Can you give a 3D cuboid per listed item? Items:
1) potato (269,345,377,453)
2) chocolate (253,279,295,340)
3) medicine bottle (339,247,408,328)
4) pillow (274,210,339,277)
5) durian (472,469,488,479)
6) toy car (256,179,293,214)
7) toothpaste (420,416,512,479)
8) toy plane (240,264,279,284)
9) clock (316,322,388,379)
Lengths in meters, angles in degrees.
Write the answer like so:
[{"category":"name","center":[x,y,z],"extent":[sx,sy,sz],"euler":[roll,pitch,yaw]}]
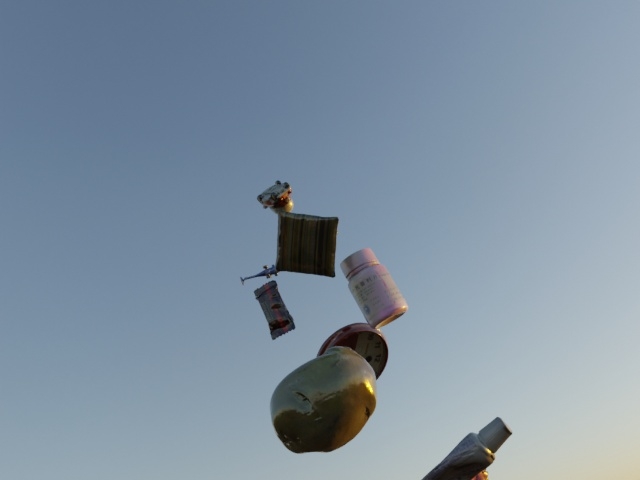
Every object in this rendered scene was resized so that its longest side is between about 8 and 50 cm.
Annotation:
[{"category":"potato","center":[0.016,0.455,1.517],"extent":[0.327,0.243,0.220],"euler":[-30,-37,-15]},{"category":"chocolate","center":[-0.140,0.204,1.607],"extent":[0.086,0.182,0.028],"euler":[-28,-28,5]},{"category":"medicine bottle","center":[0.180,0.164,1.856],"extent":[0.152,0.254,0.152],"euler":[-27,-19,-10]},{"category":"pillow","center":[-0.046,0.013,1.800],"extent":[0.212,0.208,0.052],"euler":[7,10,13]},{"category":"durian","center":[0.358,0.674,1.280],"extent":[0.112,0.341,0.191],"euler":[5,-29,-8]},{"category":"toy car","center":[-0.143,-0.141,1.911],"extent":[0.112,0.139,0.112],"euler":[-41,-65,-24]},{"category":"toothpaste","center":[0.274,0.467,1.089],"extent":[0.282,0.099,0.068],"euler":[-46,2,2]},{"category":"toy plane","center":[-0.232,0.135,2.128],"extent":[0.167,0.054,0.062],"euler":[-15,-15,-19]},{"category":"clock","center":[0.124,0.466,2.127],"extent":[0.319,0.080,0.318],"euler":[-9,-68,-22]}]
